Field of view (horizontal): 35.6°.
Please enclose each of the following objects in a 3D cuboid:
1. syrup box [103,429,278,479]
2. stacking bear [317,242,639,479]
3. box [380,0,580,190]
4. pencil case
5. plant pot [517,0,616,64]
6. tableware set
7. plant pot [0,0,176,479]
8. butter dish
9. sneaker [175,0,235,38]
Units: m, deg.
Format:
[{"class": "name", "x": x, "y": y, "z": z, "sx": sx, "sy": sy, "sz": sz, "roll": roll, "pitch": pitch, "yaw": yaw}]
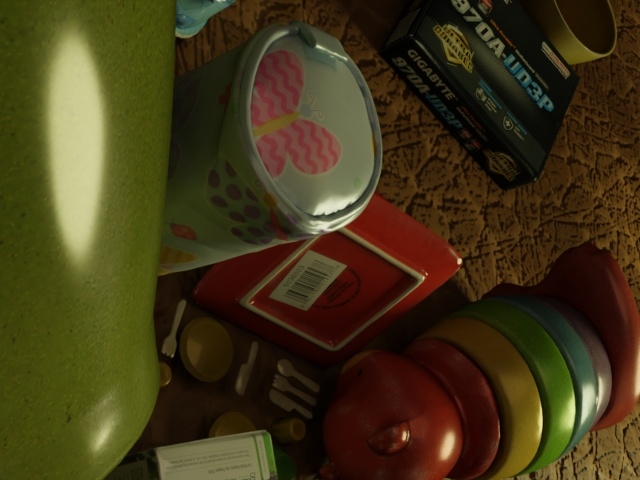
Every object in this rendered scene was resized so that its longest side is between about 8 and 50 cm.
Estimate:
[{"class": "syrup box", "x": -0.074, "y": 0.247, "z": 0.622, "sx": 0.096, "sy": 0.093, "sz": 0.236, "roll": 1, "pitch": 72, "yaw": -45}, {"class": "stacking bear", "x": 0.125, "y": 0.127, "z": 0.837, "sx": 0.289, "sy": 0.175, "sz": 0.164, "roll": -15, "pitch": 77, "yaw": -38}, {"class": "box", "x": 0.180, "y": -0.189, "z": 1.085, "sx": 0.220, "sy": 0.051, "sz": 0.175, "roll": 45, "pitch": 54, "yaw": -21}, {"class": "pencil case", "x": -0.093, "y": -0.041, "z": 0.606, "sx": 0.113, "sy": 0.273, "sz": 0.124, "roll": 32, "pitch": 59, "yaw": -39}, {"class": "plant pot", "x": 0.274, "y": -0.262, "z": 1.188, "sx": 0.134, "sy": 0.095, "sz": 0.134, "roll": 19, "pitch": 60, "yaw": -38}, {"class": "tableware set", "x": -0.069, "y": 0.121, "z": 0.738, "sx": 0.154, "sy": 0.024, "sz": 0.104, "roll": 36, "pitch": 54, "yaw": -30}, {"class": "plant pot", "x": -0.213, "y": -0.059, "z": 0.418, "sx": 0.366, "sy": 0.367, "sz": 0.353, "roll": -36, "pitch": 128, "yaw": -47}, {"class": "butter dish", "x": 0.000, "y": 0.000, "z": 0.787, "sx": 0.160, "sy": 0.160, "sz": 0.118, "roll": 30, "pitch": 31, "yaw": -33}, {"class": "sneaker", "x": -0.085, "y": -0.227, "z": 0.835, "sx": 0.063, "sy": 0.073, "sz": 0.162, "roll": 53, "pitch": 44, "yaw": -14}]
